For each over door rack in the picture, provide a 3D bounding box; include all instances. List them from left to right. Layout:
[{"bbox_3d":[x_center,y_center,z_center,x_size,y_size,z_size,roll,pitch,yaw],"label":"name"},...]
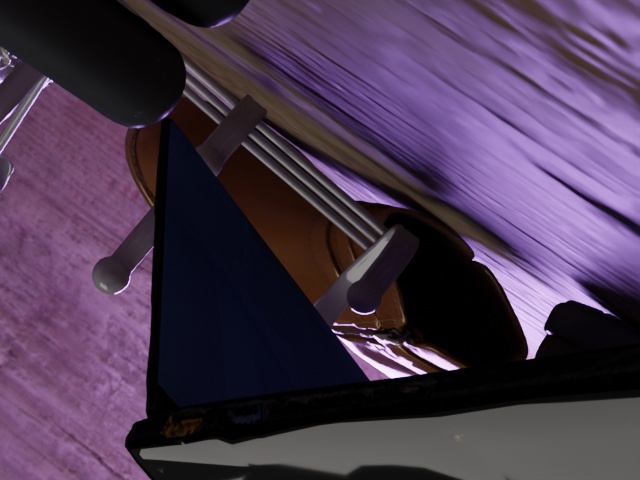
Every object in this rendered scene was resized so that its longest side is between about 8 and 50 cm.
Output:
[{"bbox_3d":[-0.110,0.005,0.878,0.239,0.108,0.324,41,150,-5],"label":"over door rack"}]

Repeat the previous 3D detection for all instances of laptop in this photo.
[{"bbox_3d":[0.127,0.118,0.572,0.408,0.236,0.382,-13,124,41],"label":"laptop"}]

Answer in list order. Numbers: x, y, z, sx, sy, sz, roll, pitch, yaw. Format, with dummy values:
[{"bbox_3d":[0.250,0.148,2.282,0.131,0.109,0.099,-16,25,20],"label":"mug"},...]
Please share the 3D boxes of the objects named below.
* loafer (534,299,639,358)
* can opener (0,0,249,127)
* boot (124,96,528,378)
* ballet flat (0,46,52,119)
[{"bbox_3d":[0.200,0.130,0.741,0.251,0.087,0.094,35,179,-5],"label":"loafer"},{"bbox_3d":[-0.101,-0.103,0.329,0.095,0.076,0.283,35,180,40],"label":"can opener"},{"bbox_3d":[0.000,0.000,0.952,0.283,0.109,0.220,46,169,-8],"label":"boot"},{"bbox_3d":[-0.251,-0.160,0.820,0.147,0.147,0.409,35,178,23],"label":"ballet flat"}]
